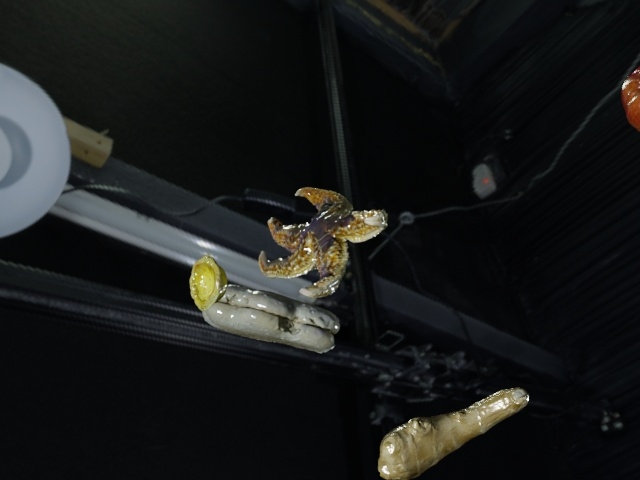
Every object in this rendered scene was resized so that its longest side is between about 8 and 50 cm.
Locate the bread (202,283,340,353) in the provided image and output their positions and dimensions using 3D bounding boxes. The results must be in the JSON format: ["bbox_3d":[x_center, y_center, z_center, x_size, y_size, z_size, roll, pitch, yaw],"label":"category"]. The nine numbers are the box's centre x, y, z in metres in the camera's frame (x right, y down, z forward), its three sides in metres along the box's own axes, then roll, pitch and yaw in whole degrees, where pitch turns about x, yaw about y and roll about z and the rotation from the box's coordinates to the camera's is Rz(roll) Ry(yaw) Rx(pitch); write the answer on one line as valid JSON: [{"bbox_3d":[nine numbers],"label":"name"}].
[{"bbox_3d":[-0.131,0.158,1.397,0.183,0.338,0.101,29,-108,-55],"label":"bread"}]

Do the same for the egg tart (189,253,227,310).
[{"bbox_3d":[-0.201,0.078,1.201,0.039,0.105,0.105,4,-127,-40],"label":"egg tart"}]

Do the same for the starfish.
[{"bbox_3d":[0.002,0.001,0.863,0.071,0.238,0.215,34,-128,-27],"label":"starfish"}]

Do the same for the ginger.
[{"bbox_3d":[0.229,0.330,1.163,0.131,0.295,0.086,58,-175,-41],"label":"ginger"}]

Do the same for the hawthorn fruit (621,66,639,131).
[{"bbox_3d":[0.620,-0.240,1.141,0.179,0.173,0.173,37,-145,-2],"label":"hawthorn fruit"}]
